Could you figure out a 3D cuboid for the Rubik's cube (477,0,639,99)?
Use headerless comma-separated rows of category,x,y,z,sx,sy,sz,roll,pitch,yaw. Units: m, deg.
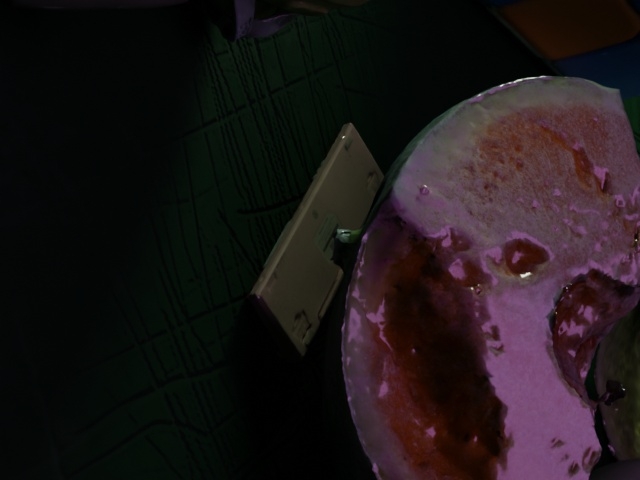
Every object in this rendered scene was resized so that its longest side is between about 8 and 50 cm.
Rubik's cube,0.273,-0.310,1.152,0.290,0.291,0.291,29,56,-51

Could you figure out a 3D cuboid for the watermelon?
watermelon,0.065,0.060,0.875,0.175,0.188,0.322,29,59,-12

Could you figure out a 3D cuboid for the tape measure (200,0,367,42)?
tape measure,-0.012,-0.197,0.805,0.087,0.154,0.178,-2,88,-63

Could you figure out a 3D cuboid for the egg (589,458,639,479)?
egg,0.236,0.232,1.075,0.209,0.151,0.151,30,56,-45

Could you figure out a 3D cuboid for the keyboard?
keyboard,0.000,0.000,0.889,0.055,0.017,0.166,57,38,-26

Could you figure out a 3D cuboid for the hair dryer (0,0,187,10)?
hair dryer,-0.054,-0.231,0.709,0.229,0.092,0.267,1,76,-14

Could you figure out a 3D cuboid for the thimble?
thimble,0.366,0.095,1.214,0.150,0.270,0.271,-25,103,-59
